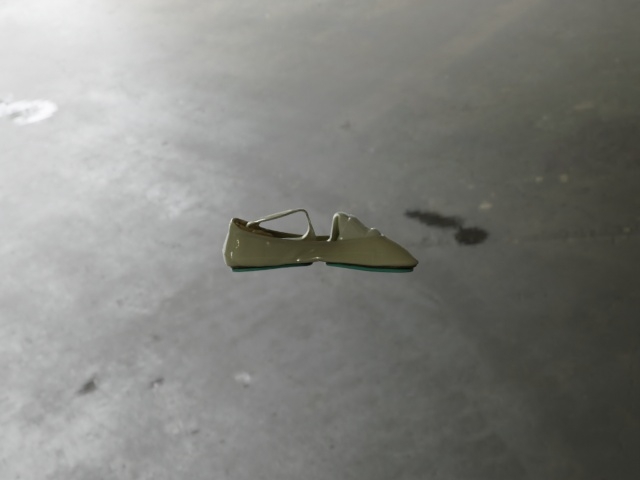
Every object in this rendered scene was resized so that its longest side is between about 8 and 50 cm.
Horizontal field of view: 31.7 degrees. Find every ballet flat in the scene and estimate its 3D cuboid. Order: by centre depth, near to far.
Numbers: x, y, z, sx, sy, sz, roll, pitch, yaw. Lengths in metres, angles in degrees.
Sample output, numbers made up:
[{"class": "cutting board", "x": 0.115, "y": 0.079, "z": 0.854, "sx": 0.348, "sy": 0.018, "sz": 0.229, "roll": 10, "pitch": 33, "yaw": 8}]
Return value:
[{"class": "ballet flat", "x": 0.000, "y": 0.000, "z": 1.420, "sx": 0.248, "sy": 0.086, "sz": 0.086, "roll": 0, "pitch": 32, "yaw": -1}]
